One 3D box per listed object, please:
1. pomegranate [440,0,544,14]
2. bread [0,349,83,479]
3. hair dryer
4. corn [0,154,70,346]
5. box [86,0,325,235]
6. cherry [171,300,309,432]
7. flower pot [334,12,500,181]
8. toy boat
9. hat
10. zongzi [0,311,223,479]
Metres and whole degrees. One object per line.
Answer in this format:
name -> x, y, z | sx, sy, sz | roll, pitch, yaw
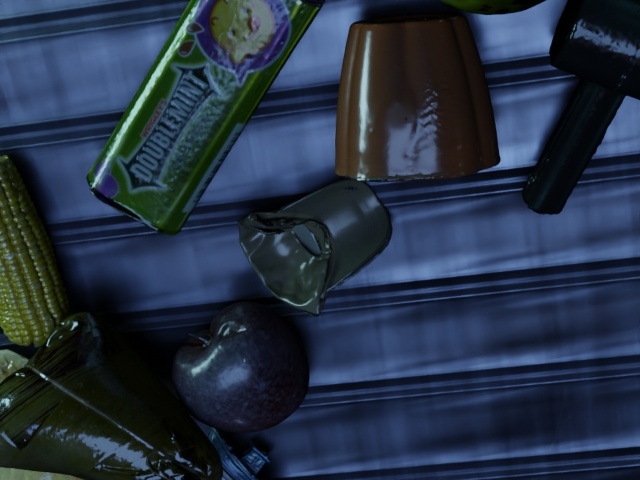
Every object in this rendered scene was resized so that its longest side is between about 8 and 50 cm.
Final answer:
pomegranate -> 0.189, -0.356, 1.629 | 0.211, 0.211, 0.263 | 33, 70, -8
bread -> -0.425, 0.292, 2.002 | 0.316, 0.054, 0.316 | 0, 87, 11
hair dryer -> 0.352, -0.132, 1.756 | 0.244, 0.116, 0.302 | 23, 126, -3
corn -> -0.378, 0.014, 1.904 | 0.093, 0.093, 0.244 | -10, 111, 11
box -> -0.138, -0.171, 1.788 | 0.134, 0.097, 0.345 | 33, 114, -6
cherry -> -0.097, 0.166, 1.913 | 0.176, 0.140, 0.176 | -4, 117, -7
flower pot -> 0.102, -0.164, 1.730 | 0.190, 0.190, 0.173 | -4, 100, 9
toy boat -> -0.098, 0.292, 2.018 | 0.137, 0.060, 0.061 | 42, 87, -10
hat -> 0.000, 0.000, 1.874 | 0.175, 0.085, 0.147 | -30, 97, -5
zongzi -> -0.302, 0.269, 1.860 | 0.300, 0.145, 0.274 | -36, 71, -16
